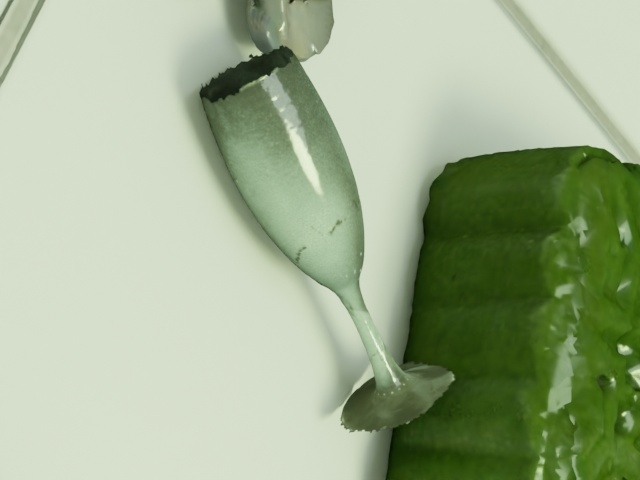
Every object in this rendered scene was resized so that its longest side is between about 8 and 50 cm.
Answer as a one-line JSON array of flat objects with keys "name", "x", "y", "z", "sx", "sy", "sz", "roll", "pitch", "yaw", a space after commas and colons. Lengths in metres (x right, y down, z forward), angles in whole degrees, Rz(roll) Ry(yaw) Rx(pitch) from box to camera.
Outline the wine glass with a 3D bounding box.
[{"name": "wine glass", "x": 0.000, "y": 0.000, "z": 0.980, "sx": 0.066, "sy": 0.066, "sz": 0.198, "roll": -45, "pitch": 120, "yaw": -39}]

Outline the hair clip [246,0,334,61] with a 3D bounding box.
[{"name": "hair clip", "x": -0.013, "y": -0.218, "z": 0.963, "sx": 0.146, "sy": 0.075, "sz": 0.257, "roll": -9, "pitch": 90, "yaw": -51}]

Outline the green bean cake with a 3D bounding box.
[{"name": "green bean cake", "x": 0.148, "y": 0.087, "z": 1.095, "sx": 0.222, "sy": 0.125, "sz": 0.248, "roll": 28, "pitch": 69, "yaw": -45}]
